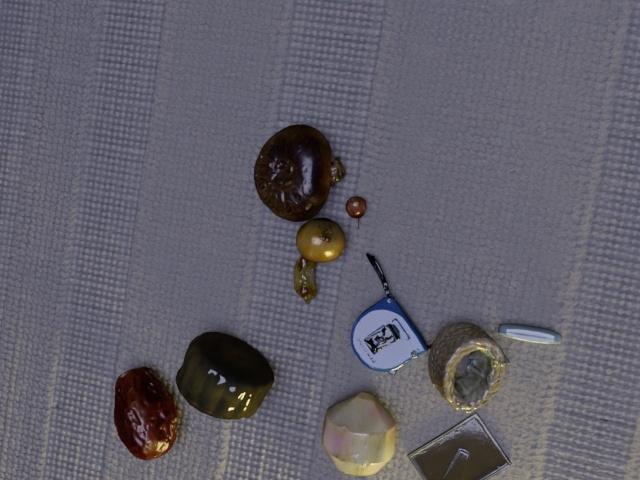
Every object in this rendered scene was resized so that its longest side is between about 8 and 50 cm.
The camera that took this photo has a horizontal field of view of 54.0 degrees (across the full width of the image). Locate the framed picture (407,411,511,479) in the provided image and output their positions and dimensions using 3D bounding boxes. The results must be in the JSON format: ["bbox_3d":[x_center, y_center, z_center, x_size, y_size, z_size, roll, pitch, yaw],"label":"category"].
[{"bbox_3d":[0.421,0.668,1.910,0.260,0.023,0.189,-36,85,11],"label":"framed picture"}]

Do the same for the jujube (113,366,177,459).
[{"bbox_3d":[-0.569,0.559,2.029,0.197,0.197,0.290,-27,72,11],"label":"jujube"}]

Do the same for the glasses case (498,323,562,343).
[{"bbox_3d":[0.609,0.272,1.832,0.178,0.067,0.045,8,94,11],"label":"glasses case"}]

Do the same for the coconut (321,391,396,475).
[{"bbox_3d":[0.115,0.573,1.882,0.236,0.197,0.237,2,96,16],"label":"coconut"}]

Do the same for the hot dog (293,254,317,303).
[{"bbox_3d":[-0.050,0.119,1.963,0.078,0.061,0.169,-4,91,13],"label":"hot dog"}]

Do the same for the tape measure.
[{"bbox_3d":[0.165,0.233,1.910,0.215,0.098,0.351,-35,83,10],"label":"tape measure"}]

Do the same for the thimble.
[{"bbox_3d":[0.417,0.362,1.809,0.196,0.148,0.229,25,98,-13],"label":"thimble"}]

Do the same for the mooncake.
[{"bbox_3d":[-0.293,0.417,1.912,0.290,0.290,0.161,31,102,9],"label":"mooncake"}]

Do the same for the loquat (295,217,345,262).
[{"bbox_3d":[0.000,0.000,1.906,0.163,0.163,0.137,-13,81,12],"label":"loquat"}]

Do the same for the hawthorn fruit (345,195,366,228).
[{"bbox_3d":[0.113,-0.086,1.921,0.066,0.067,0.103,-13,99,12],"label":"hawthorn fruit"}]

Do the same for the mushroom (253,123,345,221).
[{"bbox_3d":[-0.071,-0.204,1.903,0.278,0.163,0.297,-2,91,12],"label":"mushroom"}]
